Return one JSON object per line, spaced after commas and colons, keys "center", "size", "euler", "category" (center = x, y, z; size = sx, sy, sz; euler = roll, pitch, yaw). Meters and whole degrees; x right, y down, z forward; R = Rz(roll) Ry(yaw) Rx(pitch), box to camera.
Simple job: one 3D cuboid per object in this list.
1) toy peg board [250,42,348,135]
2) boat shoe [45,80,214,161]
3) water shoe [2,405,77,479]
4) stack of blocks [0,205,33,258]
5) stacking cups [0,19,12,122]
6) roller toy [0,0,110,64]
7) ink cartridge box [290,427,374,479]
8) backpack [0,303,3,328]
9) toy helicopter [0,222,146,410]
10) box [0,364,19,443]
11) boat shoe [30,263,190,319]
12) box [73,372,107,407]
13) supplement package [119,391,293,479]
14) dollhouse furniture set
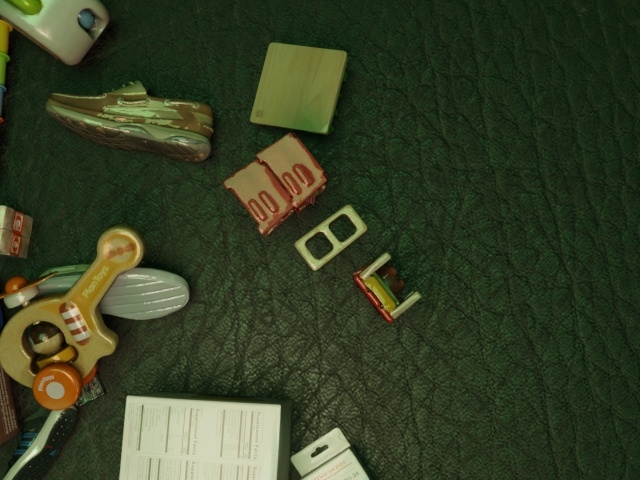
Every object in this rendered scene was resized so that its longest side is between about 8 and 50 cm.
{"center": [-0.031, -0.281, 1.660], "size": [0.161, 0.079, 0.161], "euler": [12, 83, 21], "category": "toy peg board"}
{"center": [-0.357, -0.240, 1.656], "size": [0.324, 0.123, 0.116], "euler": [13, 77, -1], "category": "boat shoe"}
{"center": [-0.531, 0.377, 1.621], "size": [0.080, 0.073, 0.203], "euler": [36, 89, 36], "category": "water shoe"}
{"center": [-0.718, -0.031, 1.623], "size": [0.297, 0.171, 0.087], "euler": [6, 84, 5], "category": "stack of blocks"}
{"center": [-0.652, -0.271, 1.693], "size": [0.096, 0.096, 0.316], "euler": [-1, 86, 4], "category": "stacking cups"}
{"center": [-0.508, -0.442, 1.649], "size": [0.191, 0.209, 0.146], "euler": [37, 86, -31], "category": "roller toy"}
{"center": [0.038, 0.450, 1.558], "size": [0.115, 0.067, 0.198], "euler": [-34, 81, 0], "category": "ink cartridge box"}
{"center": [-0.647, 0.125, 1.633], "size": [0.098, 0.101, 0.120], "euler": [-11, 91, 9], "category": "backpack"}
{"center": [-0.442, 0.105, 1.525], "size": [0.235, 0.140, 0.355], "euler": [38, 101, -7], "category": "toy helicopter"}
{"center": [-0.762, 0.295, 1.566], "size": [0.382, 0.143, 0.191], "euler": [-7, 96, 11], "category": "box"}
{"center": [-0.394, 0.081, 1.621], "size": [0.302, 0.094, 0.109], "euler": [0, 125, -2], "category": "boat shoe"}
{"center": [-0.453, 0.267, 1.642], "size": [0.067, 0.018, 0.083], "euler": [-27, 82, 1], "category": "box"}
{"center": [-0.193, 0.372, 1.518], "size": [0.263, 0.199, 0.198], "euler": [3, 83, 5], "category": "supplement package"}
{"center": [0.000, 0.000, 1.558], "size": [0.152, 0.201, 0.374], "euler": [-38, 88, -1], "category": "dollhouse furniture set"}
